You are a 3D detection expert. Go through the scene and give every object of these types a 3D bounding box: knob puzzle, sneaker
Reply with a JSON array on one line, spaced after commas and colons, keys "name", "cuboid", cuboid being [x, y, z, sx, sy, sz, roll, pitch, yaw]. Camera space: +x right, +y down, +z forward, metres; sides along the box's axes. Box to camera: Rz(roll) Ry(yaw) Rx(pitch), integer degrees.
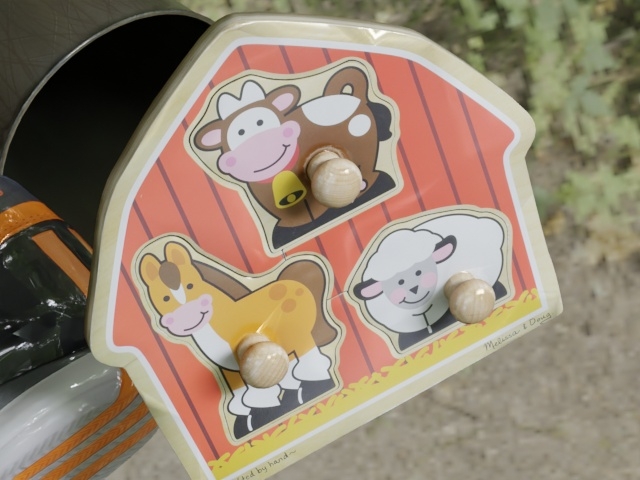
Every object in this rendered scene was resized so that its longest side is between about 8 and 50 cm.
[{"name": "knob puzzle", "cuboid": [0.000, 0.000, 0.690, 0.213, 0.030, 0.213, -11, 123, -18]}, {"name": "sneaker", "cuboid": [-0.235, 0.090, 0.822, 0.321, 0.124, 0.180, -34, 68, -2]}]

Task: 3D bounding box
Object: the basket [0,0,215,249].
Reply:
[{"name": "basket", "cuboid": [-0.179, -0.115, 0.981, 0.154, 0.227, 0.204, -52, 158, 1]}]
